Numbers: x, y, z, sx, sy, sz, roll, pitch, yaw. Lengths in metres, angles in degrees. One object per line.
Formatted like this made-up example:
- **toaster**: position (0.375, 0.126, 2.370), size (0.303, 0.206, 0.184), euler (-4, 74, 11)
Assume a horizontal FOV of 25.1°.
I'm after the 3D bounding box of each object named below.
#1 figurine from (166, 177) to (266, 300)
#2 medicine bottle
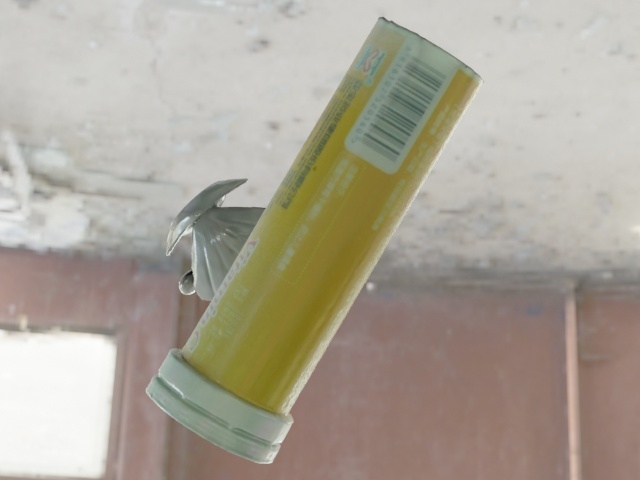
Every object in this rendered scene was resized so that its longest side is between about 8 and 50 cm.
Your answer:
- **figurine**: position (-0.067, 0.006, 1.044), size (0.086, 0.094, 0.082), euler (46, -179, -1)
- **medicine bottle**: position (0.000, 0.000, 0.709), size (0.074, 0.218, 0.074), euler (31, -178, -1)
